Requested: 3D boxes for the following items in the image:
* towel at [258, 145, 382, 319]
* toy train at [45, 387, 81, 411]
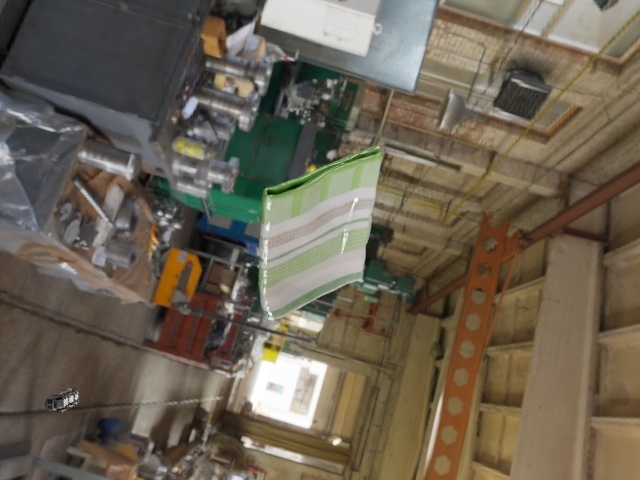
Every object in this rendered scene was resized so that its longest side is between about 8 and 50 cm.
[{"bbox_3d":[0.000,0.000,0.505,0.113,0.023,0.152,-26,146,-26],"label":"towel"},{"bbox_3d":[-0.413,0.256,0.968,0.158,0.036,0.027,145,-60,-74],"label":"toy train"}]
